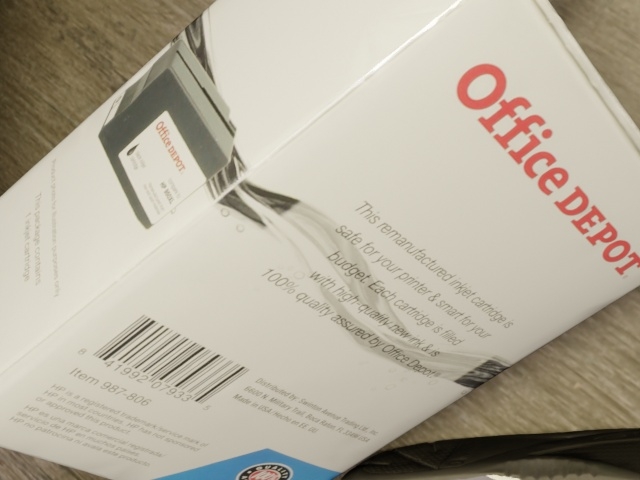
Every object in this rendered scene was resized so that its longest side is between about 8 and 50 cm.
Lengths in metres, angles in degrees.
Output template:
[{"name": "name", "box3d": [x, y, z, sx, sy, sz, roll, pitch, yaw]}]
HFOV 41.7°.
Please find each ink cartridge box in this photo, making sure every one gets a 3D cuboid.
[{"name": "ink cartridge box", "box3d": [0.000, 0.000, 0.554, 0.395, 0.285, 0.166, -37, 46, 19]}]

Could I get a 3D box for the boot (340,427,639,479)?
[{"name": "boot", "box3d": [0.204, 0.286, 0.587, 0.378, 0.138, 0.284, -8, 89, 25]}]
